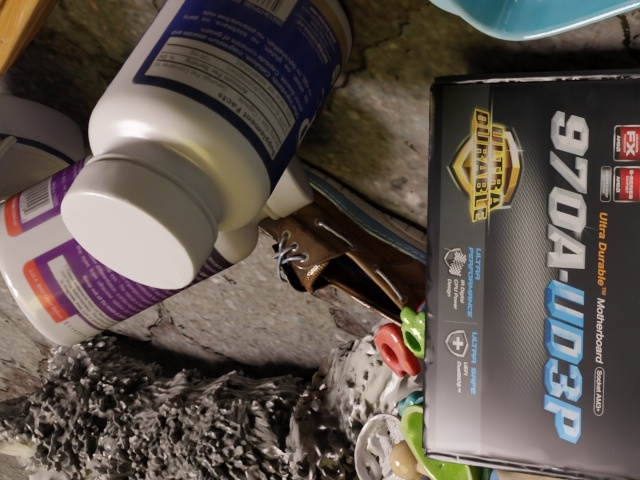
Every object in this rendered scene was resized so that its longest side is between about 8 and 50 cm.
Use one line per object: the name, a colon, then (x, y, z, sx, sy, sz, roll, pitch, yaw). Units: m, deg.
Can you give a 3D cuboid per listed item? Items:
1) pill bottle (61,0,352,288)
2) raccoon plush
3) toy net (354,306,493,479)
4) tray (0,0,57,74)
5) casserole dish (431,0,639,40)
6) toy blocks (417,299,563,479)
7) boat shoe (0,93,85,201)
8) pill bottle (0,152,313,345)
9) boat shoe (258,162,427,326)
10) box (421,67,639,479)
pill bottle: (-0.067, -0.070, 0.857, 0.112, 0.187, 0.112, 21, 150, 13)
raccoon plush: (-0.100, 0.124, 1.278, 0.299, 0.216, 0.446, 41, 120, 8)
toy net: (0.054, 0.130, 1.005, 0.122, 0.045, 0.232, 53, 157, 11)
tray: (-0.137, -0.264, 0.614, 0.203, 0.076, 0.411, 33, 132, -9)
casserole dish: (0.116, -0.159, 0.718, 0.114, 0.037, 0.188, 44, 146, -25)
toy blocks: (0.187, 0.131, 0.993, 0.261, 0.191, 0.381, 10, 137, 45)
boat shoe: (-0.287, -0.017, 0.983, 0.136, 0.156, 0.367, -11, 173, 29)
pill bottle: (-0.107, -0.018, 0.976, 0.193, 0.108, 0.108, -26, 130, 8)
boat shoe: (0.000, 0.000, 1.030, 0.183, 0.066, 0.066, 25, 150, 6)
box: (0.141, 0.019, 0.813, 0.175, 0.220, 0.051, 3, -177, 38)
